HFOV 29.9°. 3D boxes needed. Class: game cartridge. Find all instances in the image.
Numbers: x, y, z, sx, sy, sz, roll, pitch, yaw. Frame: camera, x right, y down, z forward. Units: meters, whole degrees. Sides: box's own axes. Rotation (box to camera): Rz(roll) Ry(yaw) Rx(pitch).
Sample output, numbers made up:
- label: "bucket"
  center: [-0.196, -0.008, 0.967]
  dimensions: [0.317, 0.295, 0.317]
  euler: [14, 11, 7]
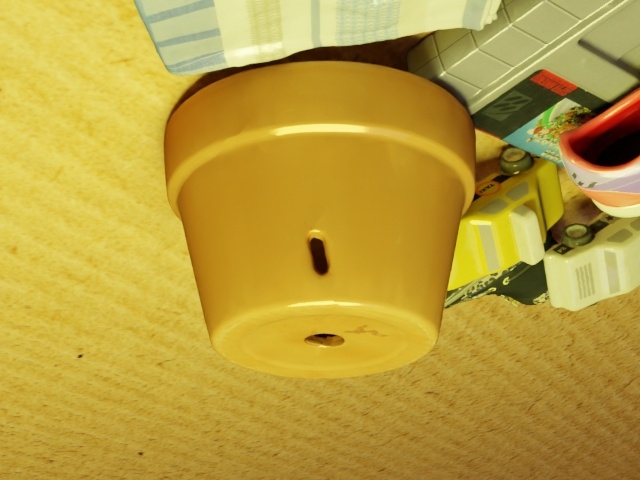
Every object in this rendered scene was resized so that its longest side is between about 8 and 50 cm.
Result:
- label: "game cartridge"
  center: [0.271, -0.159, 1.128]
  dimensions: [0.355, 0.068, 0.230]
  euler: [16, 137, -44]

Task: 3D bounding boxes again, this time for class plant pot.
- label: "plant pot"
  center: [0.000, 0.000, 1.085]
  dimensions: [0.291, 0.203, 0.291]
  euler: [0, 155, 0]

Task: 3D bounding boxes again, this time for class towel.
- label: "towel"
  center: [0.005, -0.184, 0.900]
  dimensions: [0.285, 0.034, 0.209]
  euler: [-9, 170, -2]

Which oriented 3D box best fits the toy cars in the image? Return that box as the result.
- label: "toy cars"
  center: [0.271, -0.001, 1.307]
  dimensions: [0.394, 0.087, 0.176]
  euler: [10, 105, -39]

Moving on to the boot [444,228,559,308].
- label: "boot"
  center: [0.192, 0.052, 1.451]
  dimensions: [0.236, 0.085, 0.178]
  euler: [-32, 147, 18]

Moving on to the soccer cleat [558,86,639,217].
- label: "soccer cleat"
  center: [0.368, -0.121, 1.077]
  dimensions: [0.318, 0.108, 0.116]
  euler: [-27, 146, 28]
